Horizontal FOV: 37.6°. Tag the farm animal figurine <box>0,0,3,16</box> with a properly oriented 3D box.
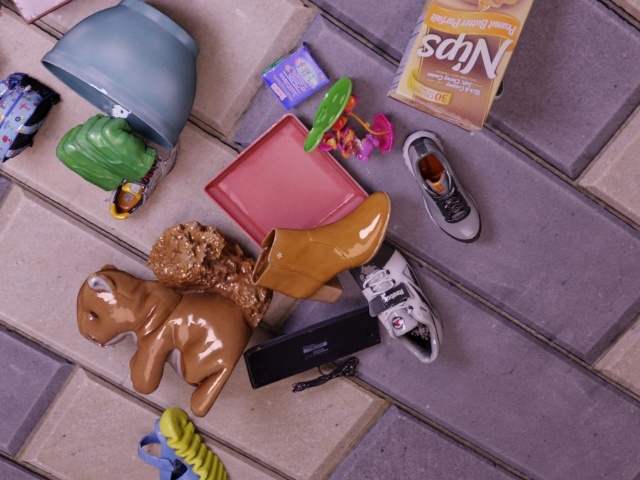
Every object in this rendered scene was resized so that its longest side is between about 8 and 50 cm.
[{"bbox_3d":[-0.703,-0.429,1.768,0.330,0.172,0.326,14,121,36],"label":"farm animal figurine"}]

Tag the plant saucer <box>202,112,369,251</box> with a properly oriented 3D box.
[{"bbox_3d":[-0.072,-0.107,1.998,0.258,0.047,0.259,-39,108,16],"label":"plant saucer"}]

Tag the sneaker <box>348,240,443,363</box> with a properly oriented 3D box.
[{"bbox_3d":[0.169,0.131,2.054,0.122,0.146,0.330,-36,108,17],"label":"sneaker"}]

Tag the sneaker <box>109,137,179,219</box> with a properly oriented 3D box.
[{"bbox_3d":[-0.368,-0.131,1.963,0.088,0.092,0.225,29,111,-12],"label":"sneaker"}]

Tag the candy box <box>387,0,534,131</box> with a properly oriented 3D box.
[{"bbox_3d":[0.274,-0.387,1.787,0.183,0.087,0.316,22,89,-9],"label":"candy box"}]

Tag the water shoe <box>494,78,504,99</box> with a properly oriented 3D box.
[{"bbox_3d":[0.271,-0.339,1.881,0.203,0.080,0.073,26,75,-9],"label":"water shoe"}]

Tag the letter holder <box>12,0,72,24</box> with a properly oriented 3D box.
[{"bbox_3d":[-0.454,-0.572,1.733,0.302,0.152,0.214,-25,110,11],"label":"letter holder"}]

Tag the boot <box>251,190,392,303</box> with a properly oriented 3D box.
[{"bbox_3d":[-0.001,0.000,1.936,0.211,0.104,0.295,19,113,-32],"label":"boot"}]

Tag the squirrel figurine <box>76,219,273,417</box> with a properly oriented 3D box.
[{"bbox_3d":[-0.318,0.132,2.027,0.370,0.281,0.397,30,97,-2],"label":"squirrel figurine"}]

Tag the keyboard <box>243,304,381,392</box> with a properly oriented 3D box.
[{"bbox_3d":[-0.011,0.261,2.126,0.317,0.033,0.201,-18,129,-11],"label":"keyboard"}]

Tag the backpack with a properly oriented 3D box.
[{"bbox_3d":[-0.617,-0.241,1.870,0.117,0.173,0.158,34,111,-14],"label":"backpack"}]

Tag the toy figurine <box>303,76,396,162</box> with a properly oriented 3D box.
[{"bbox_3d":[0.075,-0.217,1.907,0.159,0.130,0.173,29,91,-22],"label":"toy figurine"}]

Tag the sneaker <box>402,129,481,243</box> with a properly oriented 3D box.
[{"bbox_3d":[0.256,-0.098,1.969,0.100,0.108,0.271,-29,112,11],"label":"sneaker"}]

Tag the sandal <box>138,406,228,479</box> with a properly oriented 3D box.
[{"bbox_3d":[-0.329,0.551,2.267,0.138,0.126,0.317,-26,104,15],"label":"sandal"}]

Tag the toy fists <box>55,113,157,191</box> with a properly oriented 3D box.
[{"bbox_3d":[-0.434,-0.181,1.871,0.142,0.279,0.096,31,71,-26],"label":"toy fists"}]

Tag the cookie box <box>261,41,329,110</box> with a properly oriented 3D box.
[{"bbox_3d":[-0.051,-0.332,1.899,0.107,0.040,0.092,-33,111,14],"label":"cookie box"}]

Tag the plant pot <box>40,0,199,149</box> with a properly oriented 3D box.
[{"bbox_3d":[-0.352,-0.335,1.790,0.293,0.293,0.196,34,84,-14],"label":"plant pot"}]
